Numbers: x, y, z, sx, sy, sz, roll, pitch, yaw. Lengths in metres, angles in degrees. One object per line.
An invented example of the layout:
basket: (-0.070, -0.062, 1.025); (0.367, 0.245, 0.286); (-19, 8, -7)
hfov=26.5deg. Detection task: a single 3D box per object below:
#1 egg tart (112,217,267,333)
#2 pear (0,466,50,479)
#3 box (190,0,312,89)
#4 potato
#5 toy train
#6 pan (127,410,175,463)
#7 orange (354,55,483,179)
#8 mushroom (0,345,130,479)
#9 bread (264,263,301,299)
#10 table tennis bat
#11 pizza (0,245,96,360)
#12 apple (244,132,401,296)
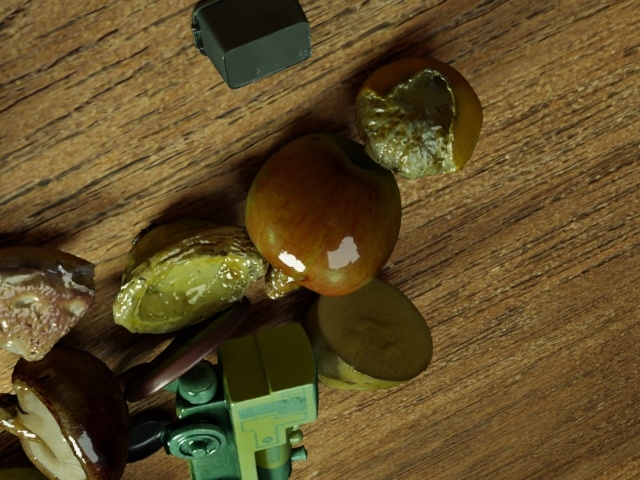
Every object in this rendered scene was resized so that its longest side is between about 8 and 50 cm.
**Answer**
egg tart: (-0.172, 0.038, 1.726); (0.212, 0.090, 0.212); (-20, 150, -12)
pear: (-0.457, 0.465, 1.970); (0.375, 0.287, 0.287); (-45, 148, 20)
box: (-0.068, -0.217, 1.428); (0.122, 0.069, 0.084); (-24, 152, -9)
potato: (0.046, 0.158, 2.049); (0.203, 0.178, 0.158); (-5, 156, -35)
toy train: (-0.117, 0.288, 2.033); (0.237, 0.150, 0.369); (-11, 143, -7)
pan: (-0.238, 0.304, 2.145); (0.212, 0.040, 0.115); (-2, 141, -31)
orange: (0.116, -0.148, 1.615); (0.156, 0.157, 0.134); (-20, 160, -15)
mushroom: (-0.327, 0.235, 1.804); (0.138, 0.194, 0.231); (-55, 175, -34)
bread: (0.000, 0.000, 1.818); (0.233, 0.076, 0.105); (-35, -165, 24)
table tennis bat: (-0.208, 0.166, 1.867); (0.310, 0.038, 0.200); (-31, -170, 38)
pizza: (-0.410, 0.079, 1.585); (0.305, 0.085, 0.161); (-15, 131, -21)
apple: (0.007, -0.036, 1.666); (0.196, 0.196, 0.196); (-22, 151, -13)
